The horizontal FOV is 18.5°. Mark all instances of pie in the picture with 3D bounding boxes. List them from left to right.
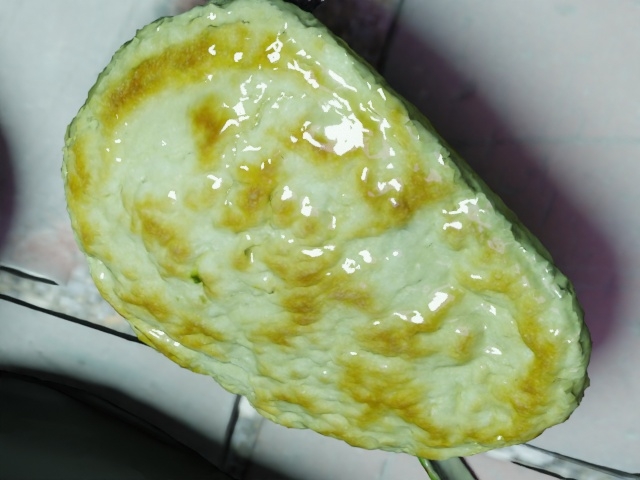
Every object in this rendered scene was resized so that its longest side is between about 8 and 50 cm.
[{"bbox_3d":[0.000,0.000,0.862,0.201,0.090,0.248,-29,113,40],"label":"pie"}]

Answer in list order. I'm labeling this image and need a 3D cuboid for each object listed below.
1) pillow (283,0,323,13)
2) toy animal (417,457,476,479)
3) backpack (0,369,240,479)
[{"bbox_3d":[0.010,-0.246,0.746,0.162,0.092,0.335,20,116,-6],"label":"pillow"},{"bbox_3d":[0.104,0.139,0.946,0.075,0.041,0.217,-32,103,26],"label":"toy animal"},{"bbox_3d":[-0.168,0.299,0.949,0.363,0.255,0.445,28,119,1],"label":"backpack"}]
